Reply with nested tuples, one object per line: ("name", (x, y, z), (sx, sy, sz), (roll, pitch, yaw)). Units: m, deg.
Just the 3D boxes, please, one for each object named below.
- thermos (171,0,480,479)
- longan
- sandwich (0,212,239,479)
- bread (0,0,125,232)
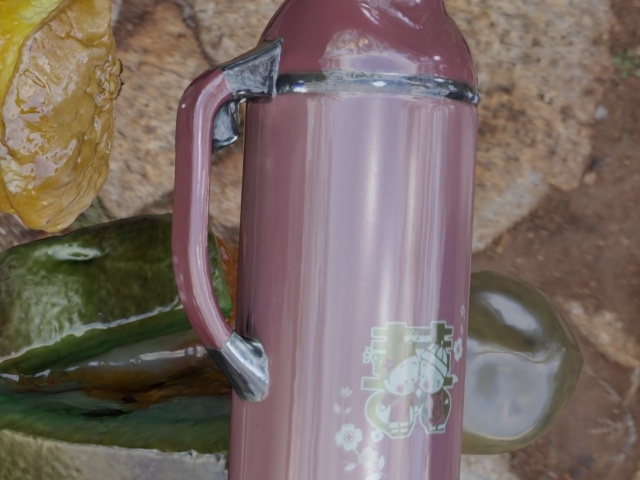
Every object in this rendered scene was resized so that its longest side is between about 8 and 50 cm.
("thermos", (0.002, 0.000, 0.656), (0.136, 0.109, 0.330), (3, 90, -2))
("longan", (0.213, 0.175, 2.069), (0.350, 0.288, 0.289), (2, 103, -32))
("sandwich", (-0.084, 0.061, 0.859), (0.301, 0.250, 0.162), (-22, 119, -58))
("bread", (-0.265, -0.108, 1.255), (0.139, 0.143, 0.229), (-47, 148, -54))
